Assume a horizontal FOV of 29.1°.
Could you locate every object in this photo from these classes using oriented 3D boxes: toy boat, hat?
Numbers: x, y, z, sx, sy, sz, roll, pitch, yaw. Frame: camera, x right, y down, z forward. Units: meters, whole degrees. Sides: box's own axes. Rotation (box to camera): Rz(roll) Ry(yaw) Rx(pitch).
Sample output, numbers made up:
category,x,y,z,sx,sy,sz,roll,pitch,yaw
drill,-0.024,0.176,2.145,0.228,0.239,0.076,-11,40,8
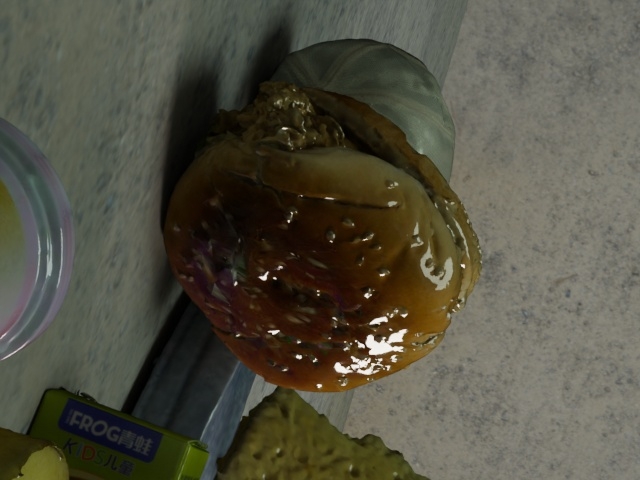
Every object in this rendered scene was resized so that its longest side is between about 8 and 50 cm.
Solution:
category,x,y,z,sx,sy,sz,roll,pitch,yaw
toy boat,-0.116,0.144,1.097,0.127,0.078,0.283,85,27,-62
hat,0.010,-0.046,1.118,0.161,0.232,0.275,-9,124,-45

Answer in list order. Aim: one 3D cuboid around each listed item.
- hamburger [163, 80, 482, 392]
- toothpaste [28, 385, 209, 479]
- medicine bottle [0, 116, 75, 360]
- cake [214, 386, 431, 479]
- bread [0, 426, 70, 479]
category,x,y,z,sx,sy,sz,roll,pitch,yaw
hamburger,0.000,0.000,0.959,0.146,0.243,0.286,-58,159,-44
toothpaste,-0.187,0.269,0.828,0.077,0.110,0.327,64,46,-75
medicine bottle,-0.199,0.029,0.292,0.426,0.108,0.108,-31,140,-73
cake,-0.060,0.330,1.280,0.286,0.222,0.227,-50,-176,34
bread,-0.203,0.161,0.574,0.245,0.094,0.102,-50,149,-67
